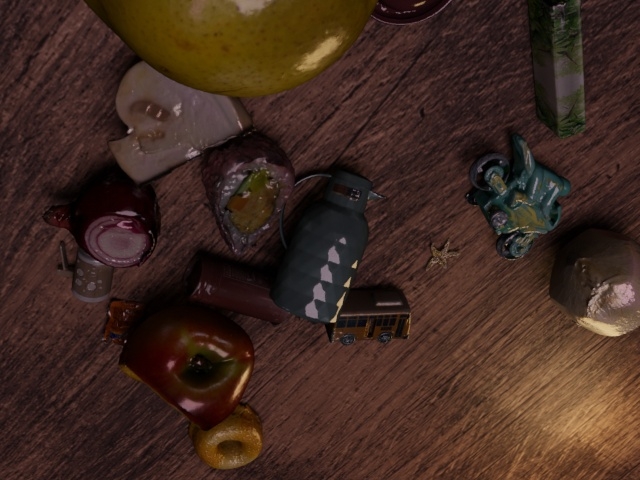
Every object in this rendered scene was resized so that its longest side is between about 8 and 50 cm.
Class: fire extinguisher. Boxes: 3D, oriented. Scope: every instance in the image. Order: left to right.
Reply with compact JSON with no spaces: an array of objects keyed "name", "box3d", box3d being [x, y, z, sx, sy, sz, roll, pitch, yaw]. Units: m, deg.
[{"name":"fire extinguisher","box3d":[-0.136,0.111,1.514,0.269,0.105,0.105,20,118,-28]}]

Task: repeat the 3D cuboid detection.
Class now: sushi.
[{"name":"sushi","box3d":[-0.123,-0.086,1.369,0.161,0.107,0.241,-24,141,-10]}]

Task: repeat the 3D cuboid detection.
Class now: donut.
[{"name":"donut","box3d":[-0.219,0.472,1.780,0.174,0.075,0.190,-15,129,-6]}]

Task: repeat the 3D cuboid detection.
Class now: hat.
[{"name":"hat","box3d":[0.143,-0.432,1.199,0.205,0.089,0.205,-8,128,-10]}]

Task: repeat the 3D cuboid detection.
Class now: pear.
[{"name":"pear","box3d":[-0.121,-0.369,1.000,0.418,0.362,0.362,4,131,18]}]

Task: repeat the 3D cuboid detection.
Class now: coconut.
[{"name":"coconut","box3d":[0.618,0.091,1.660,0.230,0.227,0.227,24,116,-29]}]

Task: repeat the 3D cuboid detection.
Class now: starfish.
[{"name":"starfish","box3d":[0.256,0.034,1.633,0.086,0.016,0.092,-36,133,9]}]

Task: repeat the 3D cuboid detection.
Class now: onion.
[{"name":"onion","box3d":[-0.375,-0.048,1.318,0.198,0.135,0.173,13,125,-7]}]

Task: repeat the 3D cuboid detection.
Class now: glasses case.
[{"name":"glasses case","box3d":[0.432,-0.323,1.366,0.062,0.095,0.272,-21,130,-3]}]

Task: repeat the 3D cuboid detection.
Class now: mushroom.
[{"name":"mushroom","box3d":[-0.232,-0.215,1.240,0.236,0.162,0.173,-23,100,19]}]

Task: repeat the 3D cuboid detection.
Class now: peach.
[{"name":"peach","box3d":[-0.261,0.247,1.497,0.245,0.274,0.249,-26,96,-33]}]

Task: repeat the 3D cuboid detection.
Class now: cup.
[{"name":"cup","box3d":[-0.432,0.047,1.410,0.074,0.102,0.099,-25,142,-51]}]

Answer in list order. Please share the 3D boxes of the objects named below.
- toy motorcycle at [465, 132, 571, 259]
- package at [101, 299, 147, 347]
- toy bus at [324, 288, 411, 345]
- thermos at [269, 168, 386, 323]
[{"name":"toy motorcycle","box3d":[0.413,-0.086,1.533,0.198,0.109,0.296,-33,130,6]},{"name":"package","box3d":[-0.402,0.169,1.522,0.077,0.033,0.111,21,113,-18]},{"name":"toy bus","box3d":[0.105,0.160,1.635,0.182,0.091,0.103,0,126,-14]},{"name":"thermos","box3d":[0.000,0.000,1.436,0.182,0.145,0.287,20,94,1]}]
